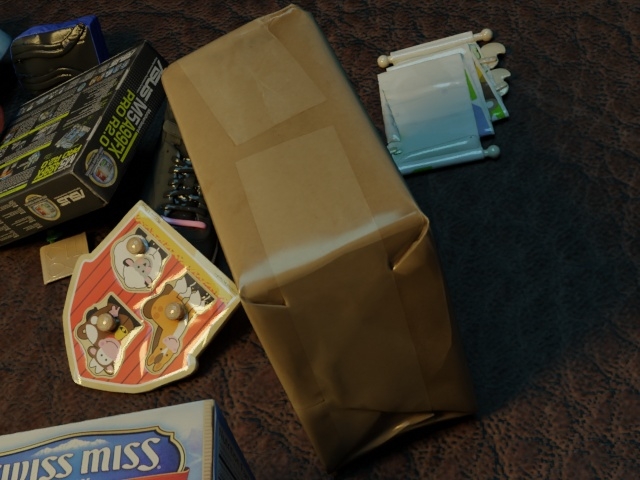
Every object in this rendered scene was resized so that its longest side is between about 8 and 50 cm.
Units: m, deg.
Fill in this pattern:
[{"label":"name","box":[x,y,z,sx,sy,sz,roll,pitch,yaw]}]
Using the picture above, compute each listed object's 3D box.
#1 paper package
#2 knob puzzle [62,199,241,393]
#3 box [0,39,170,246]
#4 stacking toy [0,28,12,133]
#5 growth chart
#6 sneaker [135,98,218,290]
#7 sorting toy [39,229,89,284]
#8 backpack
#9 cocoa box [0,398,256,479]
[{"label":"paper package","box":[0.000,0.000,1.163,0.168,0.309,0.325,-24,46,-2]},{"label":"knob puzzle","box":[-0.202,0.077,1.294,0.213,0.030,0.213,-4,76,17]},{"label":"box","box":[-0.311,-0.107,1.442,0.270,0.060,0.216,-18,40,41]},{"label":"stacking toy","box":[-0.523,-0.165,1.608,0.279,0.130,0.309,-38,27,16]},{"label":"growth chart","box":[0.147,-0.170,1.468,0.172,0.021,0.237,-7,48,10]},{"label":"sneaker","box":[-0.152,-0.079,1.376,0.105,0.147,0.295,11,48,-8]},{"label":"sorting toy","box":[-0.305,0.012,1.444,0.062,0.012,0.083,-22,50,3]},{"label":"backpack","box":[-0.348,-0.246,1.634,0.120,0.098,0.101,-11,18,7]},{"label":"cocoa box","box":[-0.219,0.307,1.007,0.347,0.231,0.228,-11,48,8]}]
